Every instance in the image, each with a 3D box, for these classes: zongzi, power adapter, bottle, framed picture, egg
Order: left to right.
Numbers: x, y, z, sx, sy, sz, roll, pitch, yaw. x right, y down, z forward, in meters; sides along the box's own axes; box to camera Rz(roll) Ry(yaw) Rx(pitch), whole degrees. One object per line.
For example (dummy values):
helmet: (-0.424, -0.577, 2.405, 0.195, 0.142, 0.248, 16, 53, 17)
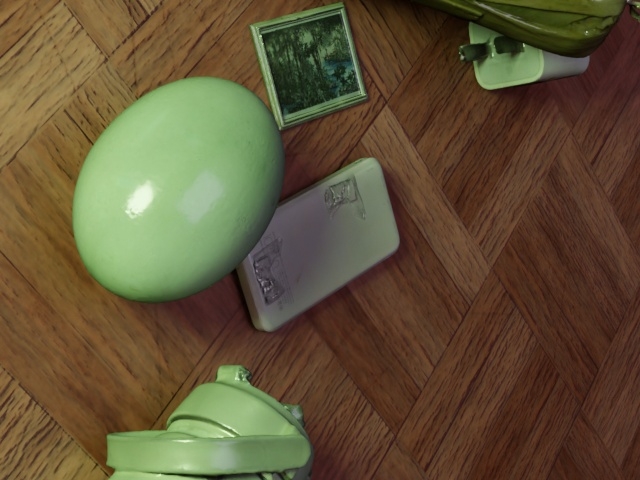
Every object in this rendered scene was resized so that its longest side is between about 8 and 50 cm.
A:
egg: (-0.149, -0.057, 1.220, 0.203, 0.203, 0.283, 52, 50, -29)
bottle: (-0.137, 0.285, 1.204, 0.229, 0.229, 0.352, 54, 53, -27)
framed picture: (-0.010, -0.234, 1.504, 0.183, 0.011, 0.142, -24, 104, -43)
zongzi: (0.184, -0.314, 1.505, 0.500, 0.218, 0.467, 45, 67, 0)
power adapter: (0.298, -0.298, 1.731, 0.205, 0.130, 0.125, -15, 98, -43)

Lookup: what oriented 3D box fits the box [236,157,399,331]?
box: (0.000, 0.000, 1.476, 0.285, 0.044, 0.142, -31, 110, -42)
